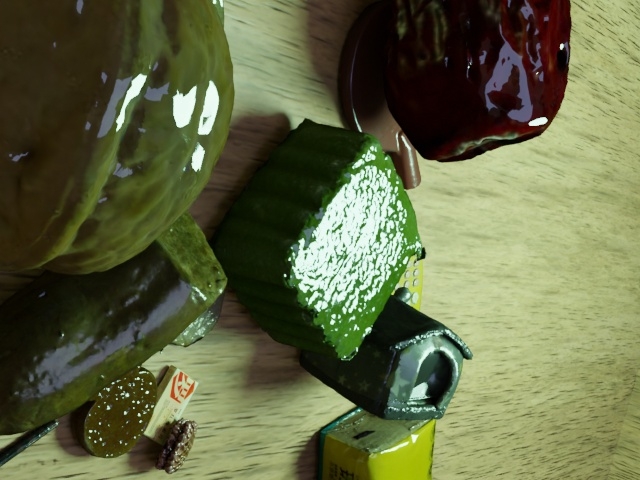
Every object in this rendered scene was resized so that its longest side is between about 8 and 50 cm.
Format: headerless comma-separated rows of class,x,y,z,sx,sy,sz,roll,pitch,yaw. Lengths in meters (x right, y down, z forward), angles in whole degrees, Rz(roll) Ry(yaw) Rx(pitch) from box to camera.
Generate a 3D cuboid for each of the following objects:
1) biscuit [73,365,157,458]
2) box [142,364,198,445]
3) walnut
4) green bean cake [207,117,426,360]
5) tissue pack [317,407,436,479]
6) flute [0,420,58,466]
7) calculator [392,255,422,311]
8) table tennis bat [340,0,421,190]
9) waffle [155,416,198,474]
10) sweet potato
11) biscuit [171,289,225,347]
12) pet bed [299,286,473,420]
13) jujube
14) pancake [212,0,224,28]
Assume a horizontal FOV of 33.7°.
biscuit,-0.247,0.179,1.259,0.124,0.026,0.175,-34,131,-44
box,-0.196,0.212,1.353,0.093,0.015,0.058,-61,147,-14
walnut,-0.232,-0.124,0.923,0.333,0.333,0.333,-27,126,-46
green bean cake,0.000,0.000,1.404,0.250,0.156,0.247,-59,140,-23
tissue pack,0.094,0.410,1.740,0.192,0.134,0.271,-25,124,-46
flute,-0.385,0.265,1.118,0.269,0.014,0.014,-35,131,-41
calculator,0.119,0.106,1.727,0.146,0.032,0.235,-8,110,-52
table tennis bat,0.108,-0.207,1.565,0.200,0.038,0.310,-46,137,-33
waffle,-0.184,0.266,1.367,0.075,0.029,0.083,-62,171,-10
sweet potato,-0.252,0.089,1.112,0.369,0.158,0.158,-39,135,-24
biscuit,-0.163,0.078,1.340,0.120,0.015,0.120,-26,125,-46
pet bed,0.101,0.151,1.548,0.183,0.211,0.159,10,102,-42
jujube,0.216,-0.290,1.451,0.258,0.258,0.377,-9,106,-52
pancake,-0.179,-0.232,1.154,0.242,0.050,0.242,-42,144,-42
